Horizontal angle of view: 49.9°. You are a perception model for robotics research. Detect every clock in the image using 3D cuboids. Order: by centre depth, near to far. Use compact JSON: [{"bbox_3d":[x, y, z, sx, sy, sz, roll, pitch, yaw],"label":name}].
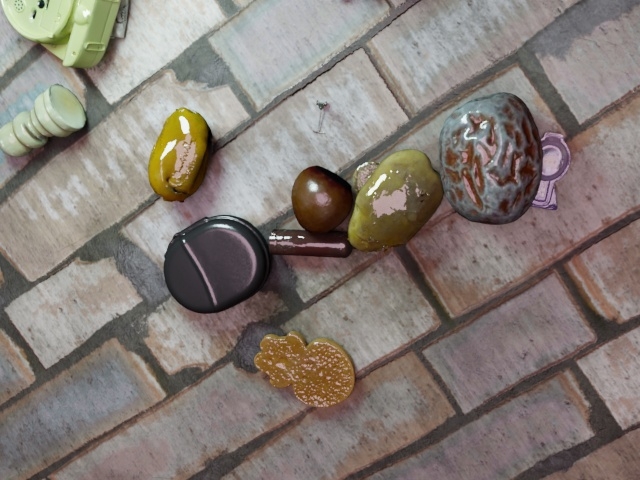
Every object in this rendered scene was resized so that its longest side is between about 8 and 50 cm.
[{"bbox_3d":[-0.688,-0.627,1.760,0.348,0.117,0.286,29,111,14],"label":"clock"}]

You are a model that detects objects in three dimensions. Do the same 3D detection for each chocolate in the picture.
[{"bbox_3d":[-0.004,-0.098,1.765,0.176,0.177,0.177,2,102,9],"label":"chocolate"}]

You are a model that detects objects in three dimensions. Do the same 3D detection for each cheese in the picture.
[{"bbox_3d":[0.564,-0.173,1.715,0.105,0.042,0.191,9,105,9],"label":"cheese"}]

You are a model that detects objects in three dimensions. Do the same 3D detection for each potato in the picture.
[{"bbox_3d":[0.186,-0.088,1.738,0.191,0.141,0.296,35,105,-15],"label":"potato"}]

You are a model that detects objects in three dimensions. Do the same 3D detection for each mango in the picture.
[{"bbox_3d":[-0.372,-0.224,1.805,0.151,0.156,0.249,27,107,40],"label":"mango"}]

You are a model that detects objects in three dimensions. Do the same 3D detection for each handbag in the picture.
[{"bbox_3d":[-0.286,0.065,1.878,0.307,0.093,0.254,-28,97,14],"label":"handbag"}]

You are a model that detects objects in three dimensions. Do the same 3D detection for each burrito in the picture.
[{"bbox_3d":[-0.527,-0.624,1.790,0.064,0.064,0.203,17,106,5],"label":"burrito"}]

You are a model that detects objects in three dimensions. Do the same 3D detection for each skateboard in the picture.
[{"bbox_3d":[-0.002,-0.313,1.772,0.032,0.064,0.083,6,114,0],"label":"skateboard"}]

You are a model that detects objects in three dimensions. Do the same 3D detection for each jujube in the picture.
[{"bbox_3d":[0.407,-0.187,1.648,0.246,0.215,0.308,-16,101,12],"label":"jujube"}]

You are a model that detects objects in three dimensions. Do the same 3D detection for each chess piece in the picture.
[{"bbox_3d":[-0.772,-0.310,1.872,0.243,0.133,0.133,-25,97,20],"label":"chess piece"}]

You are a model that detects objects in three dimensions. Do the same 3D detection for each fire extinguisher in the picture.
[{"bbox_3d":[0.000,0.000,1.833,0.267,0.072,0.089,2,65,9],"label":"fire extinguisher"}]

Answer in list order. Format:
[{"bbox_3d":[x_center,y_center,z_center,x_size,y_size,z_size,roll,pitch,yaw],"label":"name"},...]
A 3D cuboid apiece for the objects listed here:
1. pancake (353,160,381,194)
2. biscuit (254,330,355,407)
[{"bbox_3d":[0.140,-0.153,1.803,0.114,0.011,0.115,2,102,9],"label":"pancake"},{"bbox_3d":[-0.041,0.356,1.925,0.288,0.044,0.202,17,103,7],"label":"biscuit"}]
